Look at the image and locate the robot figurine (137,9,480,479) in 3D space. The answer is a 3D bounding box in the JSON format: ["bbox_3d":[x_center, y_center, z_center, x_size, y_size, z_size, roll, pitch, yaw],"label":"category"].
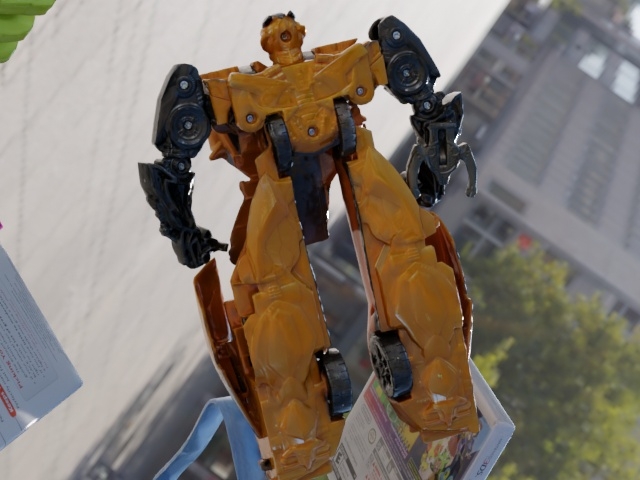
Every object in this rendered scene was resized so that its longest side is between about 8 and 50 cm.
[{"bbox_3d":[0.000,0.000,0.871,0.211,0.291,0.085,-14,-171,-14],"label":"robot figurine"}]

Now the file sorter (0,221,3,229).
[{"bbox_3d":[-0.503,-0.101,1.394,0.182,0.290,0.202,-38,-143,-20],"label":"file sorter"}]

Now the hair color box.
[{"bbox_3d":[-0.182,0.062,0.656,0.053,0.093,0.167,-29,-177,11],"label":"hair color box"}]

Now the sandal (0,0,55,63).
[{"bbox_3d":[-0.197,-0.163,0.689,0.317,0.138,0.126,-31,172,24],"label":"sandal"}]

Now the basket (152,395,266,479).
[{"bbox_3d":[-0.078,0.304,1.164,0.201,0.289,0.255,-10,157,-25],"label":"basket"}]

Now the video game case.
[{"bbox_3d":[0.073,0.168,1.108,0.183,0.023,0.201,-63,-156,18],"label":"video game case"}]
